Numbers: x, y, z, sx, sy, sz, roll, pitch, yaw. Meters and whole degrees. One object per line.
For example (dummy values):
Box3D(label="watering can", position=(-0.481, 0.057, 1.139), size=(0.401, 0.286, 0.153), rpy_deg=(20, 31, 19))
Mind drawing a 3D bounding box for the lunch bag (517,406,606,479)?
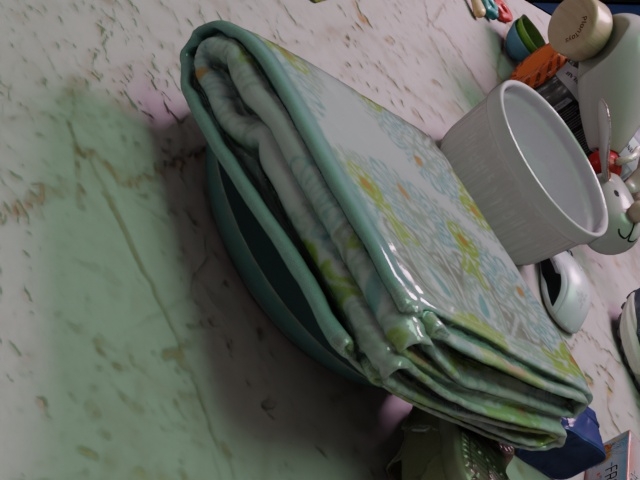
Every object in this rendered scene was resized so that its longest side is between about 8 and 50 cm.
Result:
Box3D(label="lunch bag", position=(0.241, 0.192, 1.606), size=(0.098, 0.067, 0.065), rpy_deg=(36, 34, -38))

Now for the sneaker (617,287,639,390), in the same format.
Box3D(label="sneaker", position=(0.456, 0.170, 1.930), size=(0.110, 0.122, 0.283), rpy_deg=(27, 39, -46))

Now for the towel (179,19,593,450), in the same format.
Box3D(label="towel", position=(0.057, -0.002, 1.344), size=(0.320, 0.090, 0.374), rpy_deg=(28, 28, -50))

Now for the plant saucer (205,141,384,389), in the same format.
Box3D(label="plant saucer", position=(0.000, 0.000, 1.436), size=(0.317, 0.044, 0.317), rpy_deg=(40, 31, -30))

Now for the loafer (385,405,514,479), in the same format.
Box3D(label="loafer", position=(0.106, 0.188, 1.365), size=(0.102, 0.092, 0.268), rpy_deg=(52, 11, -6))

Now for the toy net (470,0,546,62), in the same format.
Box3D(label="toy net", position=(0.233, -0.343, 2.194), size=(0.232, 0.045, 0.122), rpy_deg=(49, 28, -16))

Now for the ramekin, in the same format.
Box3D(label="ramekin", position=(0.225, -0.070, 1.816), size=(0.207, 0.109, 0.207), rpy_deg=(41, 31, -31))

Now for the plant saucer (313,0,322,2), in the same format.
Box3D(label="plant saucer", position=(-0.007, -0.371, 1.819), size=(0.188, 0.045, 0.188), rpy_deg=(57, 27, 0))

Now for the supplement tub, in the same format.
Box3D(label="supplement tub", position=(0.342, -0.167, 2.109), size=(0.190, 0.117, 0.117), rpy_deg=(49, 28, -16))

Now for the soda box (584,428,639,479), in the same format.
Box3D(label="soda box", position=(0.311, 0.279, 1.640), size=(0.063, 0.058, 0.183), rpy_deg=(49, 28, -16))

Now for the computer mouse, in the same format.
Box3D(label="computer mouse", position=(0.293, 0.029, 1.897), size=(0.106, 0.042, 0.193), rpy_deg=(39, 32, -34))

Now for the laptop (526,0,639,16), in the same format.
Box3D(label="laptop", position=(0.427, -0.220, 2.172), size=(0.136, 0.234, 0.264), rpy_deg=(-26, 114, -35))

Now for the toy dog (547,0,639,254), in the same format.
Box3D(label="toy dog", position=(0.394, -0.160, 1.958), size=(0.220, 0.161, 0.333), rpy_deg=(-5, 77, -41))
